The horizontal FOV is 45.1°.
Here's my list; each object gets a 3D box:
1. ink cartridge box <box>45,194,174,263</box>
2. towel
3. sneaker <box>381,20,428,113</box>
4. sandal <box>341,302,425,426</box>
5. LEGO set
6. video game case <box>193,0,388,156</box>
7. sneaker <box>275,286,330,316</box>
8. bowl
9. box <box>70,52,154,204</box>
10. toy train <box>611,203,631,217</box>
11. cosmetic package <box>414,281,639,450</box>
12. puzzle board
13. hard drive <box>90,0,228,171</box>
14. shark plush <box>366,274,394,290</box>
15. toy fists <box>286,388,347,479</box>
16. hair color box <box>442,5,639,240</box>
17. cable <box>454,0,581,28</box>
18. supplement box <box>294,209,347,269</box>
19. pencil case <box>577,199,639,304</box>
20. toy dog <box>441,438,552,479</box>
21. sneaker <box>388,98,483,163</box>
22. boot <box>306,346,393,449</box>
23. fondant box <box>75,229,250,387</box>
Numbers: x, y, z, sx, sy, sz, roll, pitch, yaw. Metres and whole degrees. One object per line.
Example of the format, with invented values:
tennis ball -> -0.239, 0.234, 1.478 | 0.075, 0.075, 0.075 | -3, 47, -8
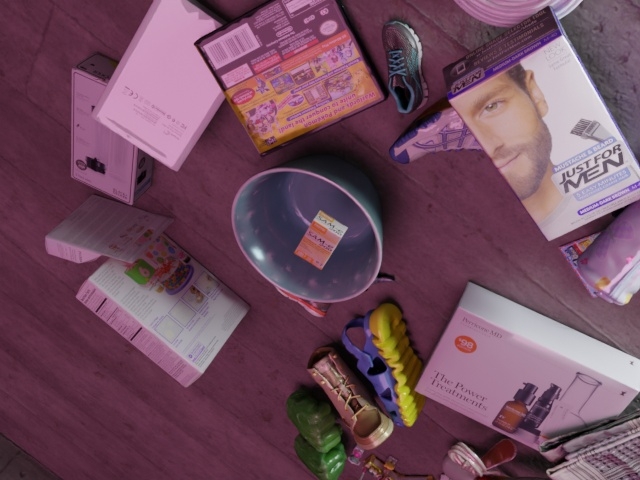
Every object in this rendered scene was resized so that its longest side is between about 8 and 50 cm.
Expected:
ink cartridge box -> -0.485, -0.011, 1.788 | 0.232, 0.189, 0.066 | 19, 131, 13
towel -> 0.649, 0.461, 1.565 | 0.312, 0.056, 0.324 | -31, 121, 29
sneaker -> 0.141, -0.292, 1.325 | 0.065, 0.076, 0.166 | -6, 121, 30
sandal -> 0.144, 0.280, 1.736 | 0.138, 0.126, 0.317 | -5, 113, 36
LEGO set -> 0.197, 0.627, 1.967 | 0.287, 0.107, 0.132 | 21, 131, 13
video game case -> -0.053, -0.311, 1.401 | 0.275, 0.035, 0.248 | -22, 112, 22
sneaker -> -0.041, 0.106, 1.747 | 0.158, 0.061, 0.065 | 34, 106, 0
bowl -> -0.001, -0.046, 1.527 | 0.312, 0.163, 0.311 | 14, 129, 19
box -> -0.444, -0.236, 1.666 | 0.169, 0.087, 0.290 | 24, 132, 10
toy train -> 0.579, -0.029, 1.330 | 0.158, 0.027, 0.036 | 26, 121, 9
cosmetic package -> 0.419, 0.283, 1.601 | 0.377, 0.097, 0.284 | 25, 130, 8
puzzle board -> 0.517, 0.045, 1.427 | 0.096, 0.011, 0.128 | -26, 110, 39
hard drive -> -0.285, -0.307, 1.485 | 0.203, 0.040, 0.307 | 33, 116, -10
shark plush -> 0.082, 0.088, 1.680 | 0.161, 0.073, 0.067 | -20, 135, 15
toy fists -> -0.001, 0.507, 1.967 | 0.142, 0.096, 0.279 | 38, 144, 47
hair color box -> 0.356, -0.169, 1.204 | 0.185, 0.110, 0.339 | -28, 123, 24
cable -> 0.294, -0.439, 1.125 | 0.257, 0.089, 0.257 | 23, 131, 10
supplement box -> 0.000, 0.000, 1.426 | 0.062, 0.036, 0.098 | 32, 132, 2
pencil case -> 0.549, -0.015, 1.260 | 0.114, 0.124, 0.273 | 25, 124, -21
toy dog -> 0.452, 0.539, 1.750 | 0.334, 0.161, 0.220 | 34, 151, 23
sneaker -> 0.250, -0.188, 1.324 | 0.296, 0.112, 0.131 | -30, 107, 40
boot -> 0.062, 0.353, 1.765 | 0.095, 0.262, 0.203 | -36, 103, -1
fondant box -> -0.361, 0.144, 1.807 | 0.330, 0.238, 0.096 | 42, 133, -6
